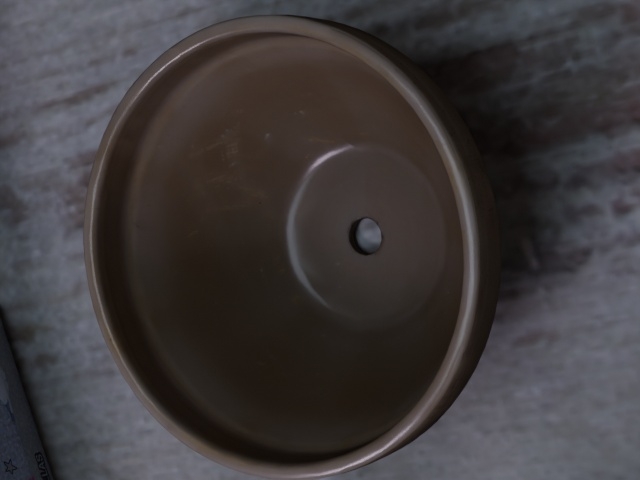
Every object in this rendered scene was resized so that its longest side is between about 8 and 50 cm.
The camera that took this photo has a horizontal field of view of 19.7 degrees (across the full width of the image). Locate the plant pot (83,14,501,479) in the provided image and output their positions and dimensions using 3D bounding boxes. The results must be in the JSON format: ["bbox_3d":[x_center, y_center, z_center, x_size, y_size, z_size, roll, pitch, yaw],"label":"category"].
[{"bbox_3d":[0.000,0.000,0.969,0.237,0.110,0.237,4,97,31],"label":"plant pot"}]

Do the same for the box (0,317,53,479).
[{"bbox_3d":[-0.259,0.181,1.125,0.163,0.142,0.247,-24,82,31],"label":"box"}]
